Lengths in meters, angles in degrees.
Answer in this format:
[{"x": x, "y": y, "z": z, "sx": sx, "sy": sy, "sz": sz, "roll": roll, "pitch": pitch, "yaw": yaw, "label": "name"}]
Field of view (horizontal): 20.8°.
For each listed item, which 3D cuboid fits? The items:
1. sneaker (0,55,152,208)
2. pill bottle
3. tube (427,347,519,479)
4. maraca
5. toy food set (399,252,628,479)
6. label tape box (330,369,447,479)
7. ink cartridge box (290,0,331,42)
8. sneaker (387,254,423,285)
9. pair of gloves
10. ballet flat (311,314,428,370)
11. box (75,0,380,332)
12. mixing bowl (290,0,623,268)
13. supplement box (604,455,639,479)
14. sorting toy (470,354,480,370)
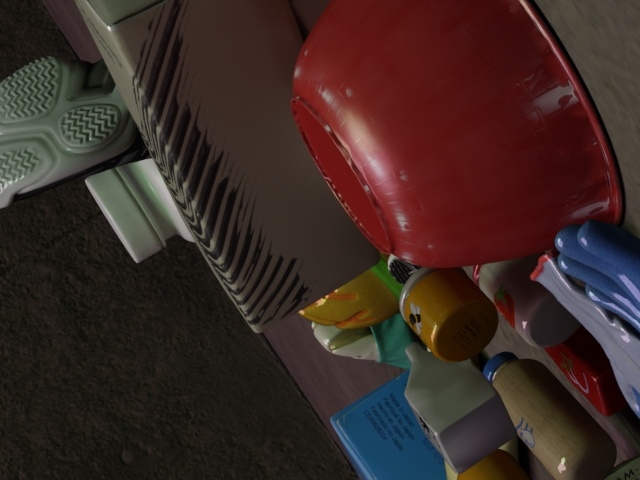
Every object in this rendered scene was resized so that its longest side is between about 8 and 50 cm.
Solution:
[{"x": -0.126, "y": -0.077, "z": 1.259, "sx": 0.101, "sy": 0.269, "sz": 0.153, "roll": 58, "pitch": 179, "yaw": 37, "label": "sneaker"}, {"x": -0.093, "y": -0.061, "z": 1.421, "sx": 0.108, "sy": 0.180, "sz": 0.108, "roll": 56, "pitch": 173, "yaw": 11, "label": "pill bottle"}, {"x": 0.125, "y": 0.161, "z": 1.393, "sx": 0.240, "sy": 0.070, "sz": 0.062, "roll": 78, "pitch": -165, "yaw": -59, "label": "tube"}, {"x": 0.000, "y": 0.000, "z": 1.272, "sx": 0.127, "sy": 0.099, "sz": 0.185, "roll": 19, "pitch": 160, "yaw": 40, "label": "maraca"}, {"x": 0.096, "y": 0.068, "z": 0.963, "sx": 0.104, "sy": 0.111, "sz": 0.232, "roll": 50, "pitch": 172, "yaw": 45, "label": "toy food set"}, {"x": 0.138, "y": 0.291, "z": 1.652, "sx": 0.240, "sy": 0.106, "sz": 0.333, "roll": 54, "pitch": 172, "yaw": 28, "label": "label tape box"}, {"x": 0.022, "y": -0.102, "z": 0.969, "sx": 0.135, "sy": 0.056, "sz": 0.099, "roll": 58, "pitch": 172, "yaw": 6, "label": "ink cartridge box"}, {"x": 0.076, "y": 0.022, "z": 1.243, "sx": 0.109, "sy": 0.040, "sz": 0.043, "roll": 62, "pitch": -161, "yaw": -51, "label": "sneaker"}, {"x": 0.155, "y": 0.057, "z": 0.762, "sx": 0.159, "sy": 0.023, "sz": 0.198, "roll": 45, "pitch": 170, "yaw": 4, "label": "pair of gloves"}, {"x": 0.025, "y": 0.045, "z": 1.448, "sx": 0.083, "sy": 0.087, "sz": 0.247, "roll": 54, "pitch": 172, "yaw": 40, "label": "ballet flat"}, {"x": -0.055, "y": -0.077, "z": 0.976, "sx": 0.113, "sy": 0.094, "sz": 0.275, "roll": 54, "pitch": 172, "yaw": 40, "label": "box"}, {"x": 0.050, "y": -0.054, "z": 0.820, "sx": 0.181, "sy": 0.098, "sz": 0.181, "roll": 55, "pitch": 172, "yaw": 11, "label": "mixing bowl"}, {"x": 0.199, "y": 0.178, "z": 1.034, "sx": 0.098, "sy": 0.036, "sz": 0.062, "roll": 57, "pitch": 172, "yaw": 9, "label": "supplement box"}, {"x": 0.098, "y": 0.072, "z": 1.362, "sx": 0.083, "sy": 0.012, "sz": 0.062, "roll": 53, "pitch": 172, "yaw": 33, "label": "sorting toy"}]
